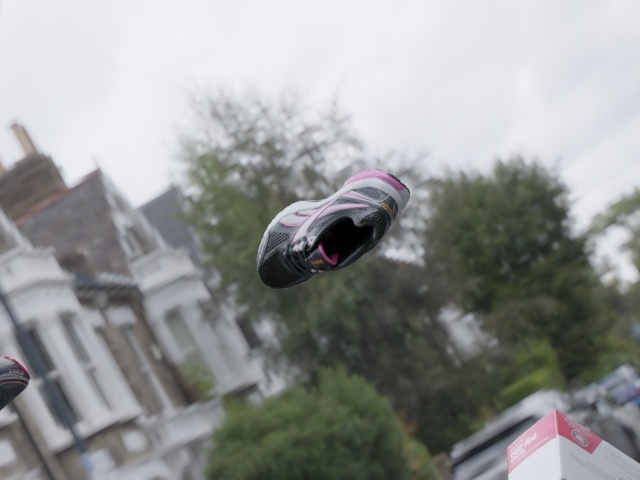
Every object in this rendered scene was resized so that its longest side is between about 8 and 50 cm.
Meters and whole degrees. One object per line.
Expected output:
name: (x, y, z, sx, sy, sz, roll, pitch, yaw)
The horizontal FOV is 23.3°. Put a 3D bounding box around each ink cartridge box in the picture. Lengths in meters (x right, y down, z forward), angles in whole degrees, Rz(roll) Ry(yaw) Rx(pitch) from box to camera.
ink cartridge box: (0.296, 0.322, 1.739, 0.092, 0.158, 0.218, -45, 23, 29)

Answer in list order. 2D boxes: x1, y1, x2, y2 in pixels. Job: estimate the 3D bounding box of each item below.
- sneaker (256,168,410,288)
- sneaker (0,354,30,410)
sneaker: (0.000, 0.000, 1.439, 0.178, 0.072, 0.077, -38, 18, 37)
sneaker: (-0.495, 0.268, 2.017, 0.299, 0.112, 0.121, -42, -25, -17)
